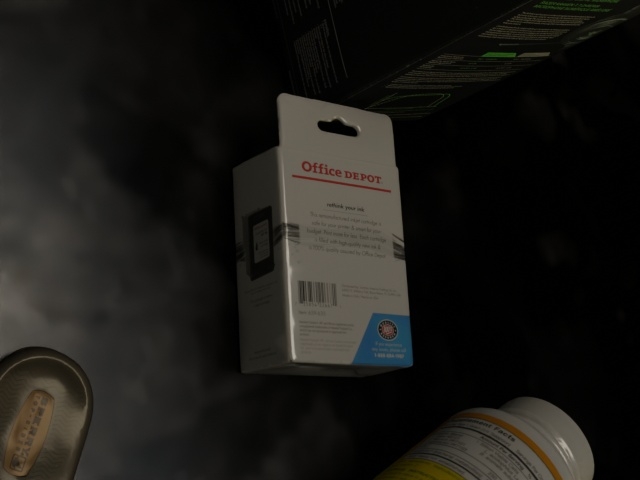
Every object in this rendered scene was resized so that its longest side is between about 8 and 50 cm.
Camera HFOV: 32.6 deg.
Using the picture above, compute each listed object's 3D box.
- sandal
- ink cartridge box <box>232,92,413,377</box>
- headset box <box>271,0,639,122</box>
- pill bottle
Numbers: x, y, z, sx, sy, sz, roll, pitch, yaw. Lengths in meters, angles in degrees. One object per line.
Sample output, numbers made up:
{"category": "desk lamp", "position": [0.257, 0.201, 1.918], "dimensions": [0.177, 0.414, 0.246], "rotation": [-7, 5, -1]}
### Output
{"category": "sandal", "position": [-0.163, 0.157, 0.573], "dimensions": [0.090, 0.060, 0.219], "rotation": [30, 60, -27]}
{"category": "ink cartridge box", "position": [0.000, 0.000, 0.747], "dimensions": [0.104, 0.060, 0.180], "rotation": [7, 72, -36]}
{"category": "headset box", "position": [0.088, -0.239, 0.746], "dimensions": [0.131, 0.283, 0.246], "rotation": [-8, 81, -39]}
{"category": "pill bottle", "position": [0.090, 0.189, 0.723], "dimensions": [0.215, 0.117, 0.117], "rotation": [-29, 95, -40]}
